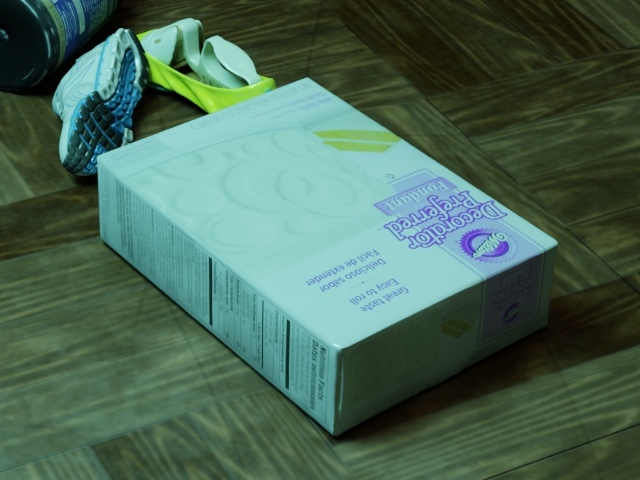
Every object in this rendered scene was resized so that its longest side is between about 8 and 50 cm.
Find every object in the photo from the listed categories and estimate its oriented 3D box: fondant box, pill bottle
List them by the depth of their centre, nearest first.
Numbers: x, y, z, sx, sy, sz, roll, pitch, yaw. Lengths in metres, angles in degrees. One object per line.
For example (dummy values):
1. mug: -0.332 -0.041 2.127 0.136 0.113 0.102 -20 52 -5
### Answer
1. fondant box: 0.000 0.000 1.502 0.238 0.096 0.330 -24 44 -32
2. pill bottle: -0.274 -0.253 1.815 0.122 0.123 0.219 15 37 17

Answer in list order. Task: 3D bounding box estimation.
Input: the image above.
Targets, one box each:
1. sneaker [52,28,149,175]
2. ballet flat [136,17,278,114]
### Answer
1. sneaker: -0.223 -0.122 1.698 0.083 0.071 0.191 -17 34 25
2. ballet flat: -0.118 -0.174 1.752 0.077 0.077 0.231 -26 44 -33
